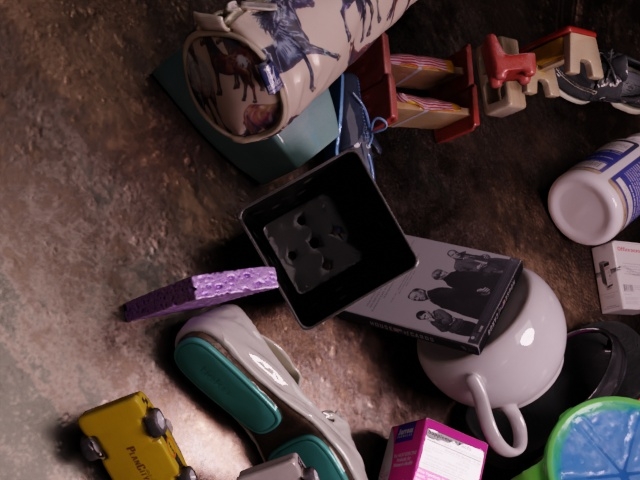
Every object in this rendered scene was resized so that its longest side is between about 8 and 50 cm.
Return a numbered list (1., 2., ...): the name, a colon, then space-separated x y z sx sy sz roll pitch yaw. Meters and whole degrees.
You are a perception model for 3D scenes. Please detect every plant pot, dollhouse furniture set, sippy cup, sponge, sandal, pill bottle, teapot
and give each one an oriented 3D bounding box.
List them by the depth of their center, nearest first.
1. sponge: -0.159 0.070 1.104 0.117 0.210 0.031 -7 82 -36
2. plant pot: 0.000 0.000 1.234 0.187 0.167 0.188 -30 93 -8
3. plant pot: -0.094 -0.214 1.276 0.165 0.165 0.234 -42 104 -35
4. sippy cup: 0.440 0.390 1.321 0.305 0.224 0.240 24 60 15
5. teapot: 0.289 0.179 1.347 0.256 0.252 0.187 -43 110 -8
6. dollhouse furniture set: 0.230 -0.281 1.374 0.201 0.374 0.152 0 79 -35
7. sandal: 0.427 0.237 1.450 0.445 0.107 0.167 -25 48 -36
8. pill bottle: 0.576 -0.109 1.676 0.264 0.153 0.153 -30 92 -36

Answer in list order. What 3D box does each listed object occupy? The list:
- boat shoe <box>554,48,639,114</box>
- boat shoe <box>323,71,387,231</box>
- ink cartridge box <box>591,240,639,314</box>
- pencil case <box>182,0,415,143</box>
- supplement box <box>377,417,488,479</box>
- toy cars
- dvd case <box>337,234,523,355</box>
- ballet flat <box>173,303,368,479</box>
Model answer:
1. boat shoe: 0.612 -0.347 1.802 0.340 0.113 0.127 13 68 -29
2. boat shoe: 0.055 -0.141 1.386 0.089 0.109 0.258 0 88 -16
3. ink cartridge box: 0.596 0.075 1.688 0.099 0.056 0.135 5 72 -32
4. pencil case: -0.003 -0.311 1.151 0.160 0.184 0.410 27 55 22
5. supplement box: 0.144 0.378 1.213 0.114 0.111 0.220 27 62 -14
6. toy cars: -0.127 0.303 1.092 0.393 0.176 0.087 25 20 -13
7. dvd case: 0.166 0.073 1.317 0.179 0.238 0.030 -55 143 -33
8. ballet flat: -0.037 0.246 1.187 0.400 0.139 0.139 51 55 -8
